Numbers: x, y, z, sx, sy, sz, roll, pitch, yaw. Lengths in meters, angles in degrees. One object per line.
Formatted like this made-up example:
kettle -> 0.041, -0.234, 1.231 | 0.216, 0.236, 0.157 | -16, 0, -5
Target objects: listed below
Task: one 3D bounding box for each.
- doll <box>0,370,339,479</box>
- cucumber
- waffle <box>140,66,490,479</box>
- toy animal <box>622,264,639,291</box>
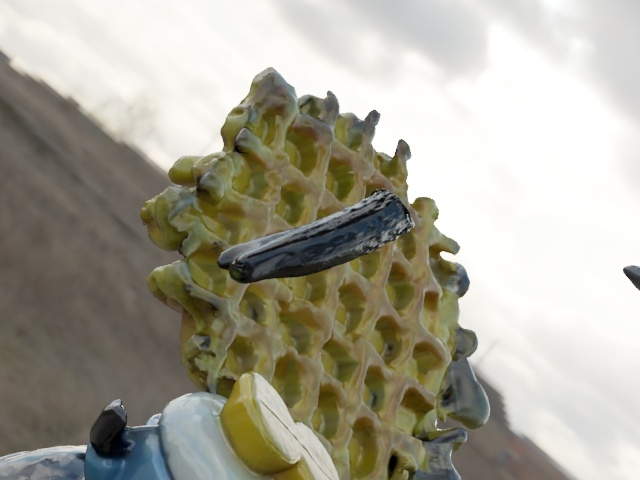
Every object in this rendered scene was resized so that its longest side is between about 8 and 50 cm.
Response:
doll -> -0.143, 0.176, 0.902 | 0.177, 0.314, 0.141 | 53, 15, -35
cucumber -> 0.000, 0.002, 0.957 | 0.033, 0.135, 0.034 | 16, -58, 51
waffle -> 0.005, 0.051, 1.142 | 0.062, 0.329, 0.329 | -16, -45, 38
toy animal -> 0.205, 0.137, 0.762 | 0.206, 0.081, 0.367 | 38, -17, 18
